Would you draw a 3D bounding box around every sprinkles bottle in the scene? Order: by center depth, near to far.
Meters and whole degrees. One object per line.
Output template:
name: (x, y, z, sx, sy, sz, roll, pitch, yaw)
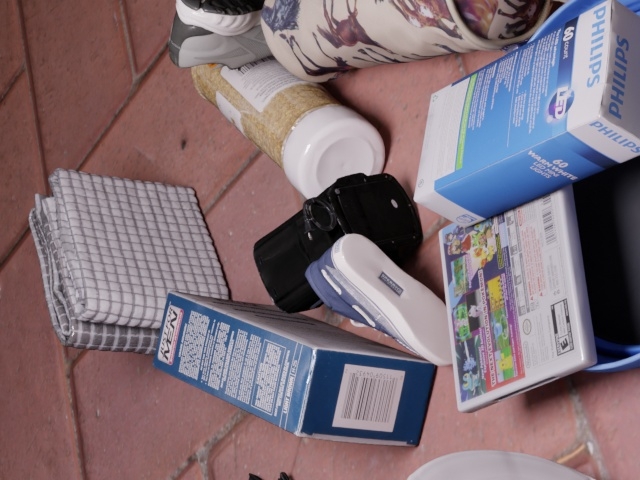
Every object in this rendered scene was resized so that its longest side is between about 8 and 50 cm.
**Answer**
sprinkles bottle: (-0.049, -0.168, 1.994, 0.355, 0.121, 0.121, 45, 117, 51)

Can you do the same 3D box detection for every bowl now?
bowl: (0.303, -0.063, 1.497, 0.391, 0.077, 0.391, -23, 61, 51)

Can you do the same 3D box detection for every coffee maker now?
coffee maker: (0.000, 0.000, 1.825, 0.178, 0.171, 0.120, -37, 48, 43)

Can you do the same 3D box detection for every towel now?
towel: (-0.273, 0.038, 2.154, 0.121, 0.235, 0.284, -60, 38, 34)

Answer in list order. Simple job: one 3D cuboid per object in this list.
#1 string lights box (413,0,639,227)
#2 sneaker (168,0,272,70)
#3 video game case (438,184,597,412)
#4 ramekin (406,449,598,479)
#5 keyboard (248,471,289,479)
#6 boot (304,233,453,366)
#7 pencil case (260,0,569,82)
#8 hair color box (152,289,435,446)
string lights box: (0.207, -0.118, 1.491, 0.259, 0.076, 0.133, -24, 47, 50)
sneaker: (-0.090, -0.270, 1.958, 0.100, 0.271, 0.108, 44, 124, 30)
video game case: (0.192, 0.052, 1.533, 0.183, 0.023, 0.201, -30, 57, 47)
ramekin: (0.186, 0.320, 1.395, 0.273, 0.272, 0.127, 51, 133, 49)
keyboard: (-0.045, 0.348, 1.916, 0.180, 0.023, 0.108, 29, 110, 54)
boot: (0.072, 0.076, 1.722, 0.069, 0.190, 0.086, -47, 7, -38)
pencil case: (0.096, -0.275, 1.775, 0.410, 0.183, 0.160, 0, 74, 57)
hair color box: (-0.040, 0.149, 1.836, 0.347, 0.173, 0.105, 17, 95, 56)
